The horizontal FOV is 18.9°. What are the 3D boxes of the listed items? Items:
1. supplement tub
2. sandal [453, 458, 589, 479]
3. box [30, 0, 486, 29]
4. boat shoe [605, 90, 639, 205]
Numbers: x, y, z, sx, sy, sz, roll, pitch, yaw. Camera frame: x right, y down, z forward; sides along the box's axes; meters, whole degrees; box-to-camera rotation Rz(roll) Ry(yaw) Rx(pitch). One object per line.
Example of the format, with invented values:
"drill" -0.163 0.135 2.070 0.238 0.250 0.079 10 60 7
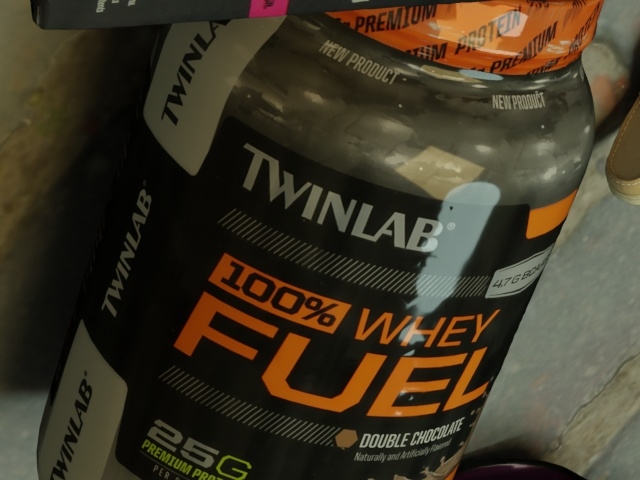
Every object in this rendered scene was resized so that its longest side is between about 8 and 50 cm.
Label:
"supplement tub" 0.000 0.000 0.915 0.207 0.207 0.338 -4 126 -38
"sandal" 0.099 0.206 1.220 0.445 0.167 0.107 1 105 -41
"box" 0.020 -0.187 0.717 0.270 0.165 0.143 -6 161 -15
"boat shoe" 0.218 -0.100 1.131 0.170 0.063 0.059 -54 138 -4
